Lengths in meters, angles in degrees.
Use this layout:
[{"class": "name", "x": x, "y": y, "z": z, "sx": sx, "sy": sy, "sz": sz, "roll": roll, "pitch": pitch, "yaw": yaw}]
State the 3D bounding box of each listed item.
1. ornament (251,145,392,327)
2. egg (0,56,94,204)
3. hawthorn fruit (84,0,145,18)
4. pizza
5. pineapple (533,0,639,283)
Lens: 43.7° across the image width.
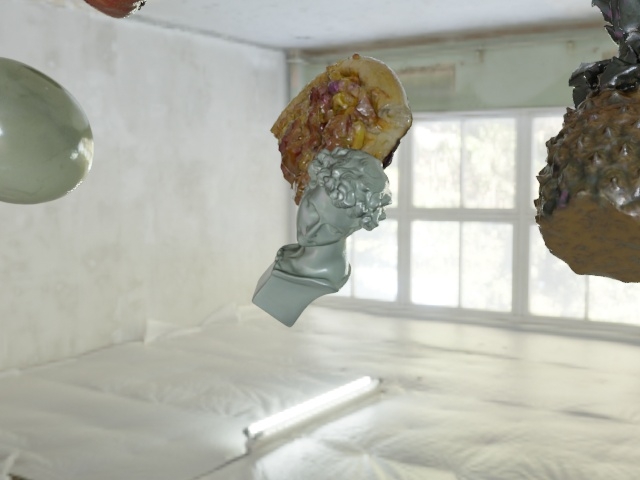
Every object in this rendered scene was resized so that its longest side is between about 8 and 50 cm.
[{"class": "ornament", "x": 0.004, "y": -0.003, "z": 1.081, "sx": 0.120, "sy": 0.285, "sz": 0.130, "roll": 22, "pitch": -139, "yaw": -7}, {"class": "egg", "x": -0.489, "y": -0.170, "z": 1.262, "sx": 0.269, "sy": 0.219, "sz": 0.219, "roll": 34, "pitch": 168, "yaw": -27}, {"class": "hawthorn fruit", "x": -0.414, "y": -0.536, "z": 1.566, "sx": 0.188, "sy": 0.169, "sz": 0.169, "roll": 41, "pitch": 167, "yaw": -23}, {"class": "pizza", "x": 0.018, "y": -0.168, "z": 1.313, "sx": 0.114, "sy": 0.278, "sz": 0.409, "roll": 14, "pitch": -179, "yaw": -25}, {"class": "pineapple", "x": 0.226, "y": -0.099, "z": 0.563, "sx": 0.125, "sy": 0.251, "sz": 0.125, "roll": 15, "pitch": 156, "yaw": 7}]
